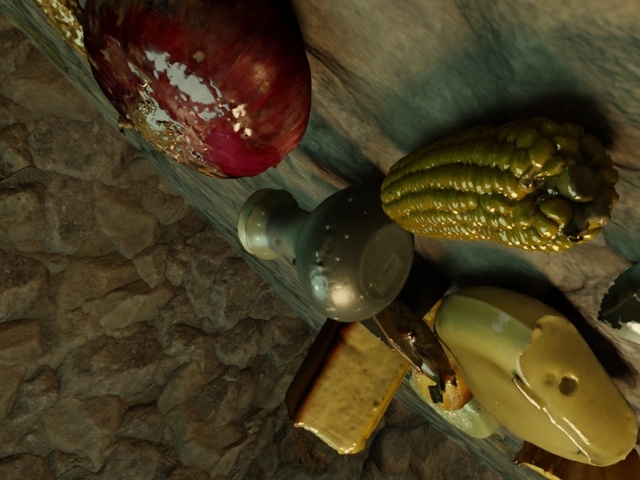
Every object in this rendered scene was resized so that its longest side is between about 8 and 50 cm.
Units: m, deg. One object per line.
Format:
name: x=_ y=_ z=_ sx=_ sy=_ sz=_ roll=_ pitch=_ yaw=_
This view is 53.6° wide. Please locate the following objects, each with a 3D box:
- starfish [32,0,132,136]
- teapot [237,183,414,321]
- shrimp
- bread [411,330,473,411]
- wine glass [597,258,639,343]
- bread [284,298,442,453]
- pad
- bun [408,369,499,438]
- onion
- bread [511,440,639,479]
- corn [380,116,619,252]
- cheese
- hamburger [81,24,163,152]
starfish: x=-0.372 y=-0.372 z=0.809 sx=0.324 sy=0.082 sz=0.432 roll=56 pitch=173 yaw=27
teapot: x=0.000 y=0.000 z=0.881 sx=0.250 sy=0.183 sz=0.183 roll=19 pitch=157 yaw=45
shrimp: x=0.122 y=0.148 z=0.898 sx=0.132 sy=0.052 sz=0.187 roll=3 pitch=-138 yaw=-54
bread: x=0.235 y=0.224 z=1.114 sx=0.106 sy=0.140 sz=0.236 roll=39 pitch=169 yaw=25
wine glass: x=0.314 y=0.086 z=0.522 sx=0.155 sy=0.072 sz=0.072 roll=39 pitch=169 yaw=6
bread: x=0.064 y=0.197 z=1.132 sx=0.143 sy=0.324 sz=0.333 roll=33 pitch=168 yaw=1
pad: x=0.078 y=0.050 z=0.977 sx=0.211 sy=0.143 sz=0.003 roll=41 pitch=-178 yaw=2
bun: x=0.303 y=0.330 z=1.386 sx=0.221 sy=0.108 sz=0.221 roll=38 pitch=160 yaw=16
onion: x=-0.119 y=-0.177 z=0.643 sx=0.246 sy=0.190 sz=0.246 roll=28 pitch=150 yaw=18
bread: x=0.413 y=0.338 z=0.989 sx=0.129 sy=0.134 sz=0.260 roll=30 pitch=174 yaw=0
corn: x=0.126 y=-0.046 z=0.558 sx=0.102 sy=0.102 sz=0.313 roll=44 pitch=169 yaw=-15
cheese: x=0.262 y=0.162 z=0.854 sx=0.260 sy=0.128 sz=0.316 roll=54 pitch=169 yaw=-9
hamburger: x=-0.178 y=-0.204 z=0.860 sx=0.156 sy=0.144 sz=0.283 roll=23 pitch=163 yaw=24
